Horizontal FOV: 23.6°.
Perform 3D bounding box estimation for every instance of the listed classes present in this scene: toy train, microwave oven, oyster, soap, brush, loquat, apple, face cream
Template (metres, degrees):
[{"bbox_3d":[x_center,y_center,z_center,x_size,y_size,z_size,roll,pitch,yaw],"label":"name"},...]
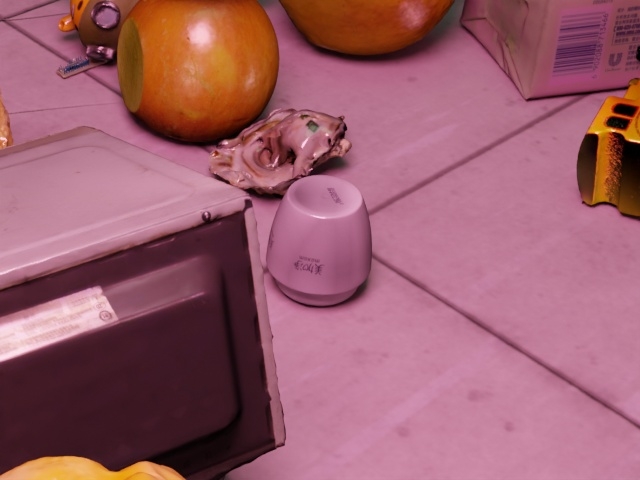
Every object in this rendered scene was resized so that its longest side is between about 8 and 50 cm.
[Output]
[{"bbox_3d":[0.363,-0.127,1.512,0.161,0.100,0.296,16,40,21],"label":"toy train"},{"bbox_3d":[-0.240,0.088,1.026,0.355,0.218,0.286,-19,25,-30],"label":"microwave oven"},{"bbox_3d":[-0.023,-0.087,1.460,0.108,0.053,0.166,14,40,41],"label":"oyster"},{"bbox_3d":[0.281,-0.261,1.665,0.199,0.138,0.182,-9,38,-18],"label":"soap"},{"bbox_3d":[-0.238,-0.188,1.597,0.084,0.013,0.016,-25,44,-37],"label":"brush"},{"bbox_3d":[0.065,-0.308,1.621,0.246,0.213,0.213,-17,35,11],"label":"loquat"},{"bbox_3d":[-0.117,-0.181,1.491,0.146,0.147,0.163,-8,37,-19],"label":"apple"},{"bbox_3d":[0.000,0.000,1.308,0.091,0.095,0.091,3,37,-2],"label":"face cream"}]

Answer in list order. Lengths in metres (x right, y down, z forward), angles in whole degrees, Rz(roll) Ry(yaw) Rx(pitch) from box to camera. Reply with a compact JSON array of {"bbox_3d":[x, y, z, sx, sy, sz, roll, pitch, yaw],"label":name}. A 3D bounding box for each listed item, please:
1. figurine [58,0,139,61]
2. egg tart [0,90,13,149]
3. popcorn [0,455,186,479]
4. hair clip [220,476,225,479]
[{"bbox_3d":[-0.168,-0.254,1.600,0.250,0.166,0.141,6,50,-19],"label":"figurine"},{"bbox_3d":[-0.410,-0.075,1.337,0.295,0.116,0.294,2,38,-2],"label":"egg tart"},{"bbox_3d":[-0.136,0.289,0.766,0.349,0.349,0.381,-26,77,-35],"label":"popcorn"},{"bbox_3d":[-0.095,0.126,1.175,0.066,0.036,0.229,3,31,-9],"label":"hair clip"}]
